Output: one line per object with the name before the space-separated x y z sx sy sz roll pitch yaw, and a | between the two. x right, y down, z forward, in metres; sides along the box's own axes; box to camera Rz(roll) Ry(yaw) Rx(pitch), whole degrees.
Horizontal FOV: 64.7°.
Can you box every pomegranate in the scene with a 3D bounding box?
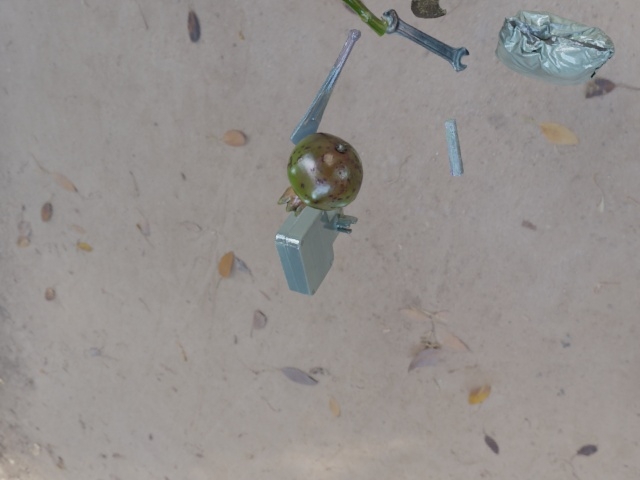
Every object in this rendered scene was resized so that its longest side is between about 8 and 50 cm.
pomegranate | -0.005 -0.124 1.019 0.159 0.159 0.205 47 126 -6

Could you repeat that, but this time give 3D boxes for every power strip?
power strip | 0.000 0.000 1.437 0.141 0.261 0.230 12 137 24

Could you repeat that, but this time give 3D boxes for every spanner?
spanner | 0.292 -0.543 1.386 0.301 0.017 0.071 14 102 -25

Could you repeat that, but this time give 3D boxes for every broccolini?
broccolini | 0.023 -0.634 1.190 0.392 0.079 0.074 30 104 -33

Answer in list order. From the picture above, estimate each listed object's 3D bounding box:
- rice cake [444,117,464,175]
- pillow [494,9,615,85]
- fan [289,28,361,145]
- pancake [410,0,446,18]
rice cake | 0.487 -0.340 1.850 0.043 0.034 0.211 2 112 43
pillow | 0.592 -0.485 1.293 0.283 0.310 0.139 24 104 12
fan | 0.009 -0.329 1.107 0.057 0.023 0.282 13 120 -28
pancake | 0.379 -0.792 1.641 0.190 0.184 0.020 -34 65 52
